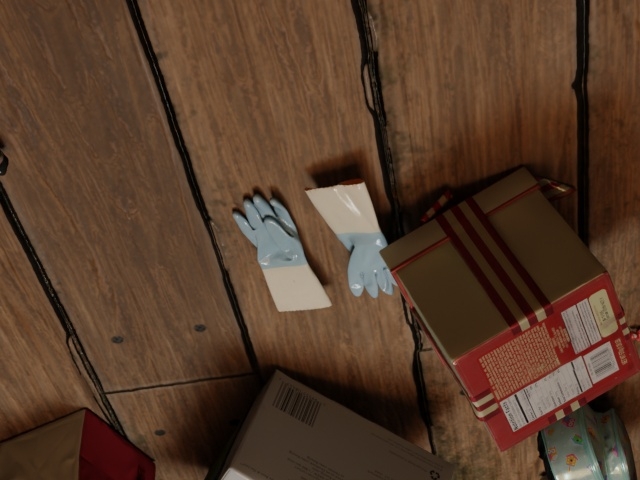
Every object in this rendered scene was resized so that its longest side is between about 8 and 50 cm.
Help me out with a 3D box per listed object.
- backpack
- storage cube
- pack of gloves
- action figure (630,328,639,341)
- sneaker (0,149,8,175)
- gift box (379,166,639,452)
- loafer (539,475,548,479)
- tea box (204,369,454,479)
[{"bbox_3d":[0.423,0.342,1.948,0.144,0.166,0.188,-21,136,22],"label":"backpack"},{"bbox_3d":[-0.400,0.417,1.955,0.215,0.183,0.193,-22,134,19],"label":"storage cube"},{"bbox_3d":[0.000,0.000,1.656,0.195,0.046,0.232,-6,135,19],"label":"pack of gloves"},{"bbox_3d":[0.521,0.149,1.854,0.115,0.030,0.038,9,141,-11],"label":"action figure"},{"bbox_3d":[-0.449,-0.067,1.517,0.075,0.063,0.170,35,120,-27],"label":"sneaker"},{"bbox_3d":[0.262,0.077,1.598,0.276,0.258,0.255,-28,133,-4],"label":"gift box"},{"bbox_3d":[0.432,0.448,2.157,0.125,0.045,0.039,17,140,-25],"label":"loafer"},{"bbox_3d":[-0.020,0.434,1.906,0.329,0.220,0.323,30,132,-4],"label":"tea box"}]
